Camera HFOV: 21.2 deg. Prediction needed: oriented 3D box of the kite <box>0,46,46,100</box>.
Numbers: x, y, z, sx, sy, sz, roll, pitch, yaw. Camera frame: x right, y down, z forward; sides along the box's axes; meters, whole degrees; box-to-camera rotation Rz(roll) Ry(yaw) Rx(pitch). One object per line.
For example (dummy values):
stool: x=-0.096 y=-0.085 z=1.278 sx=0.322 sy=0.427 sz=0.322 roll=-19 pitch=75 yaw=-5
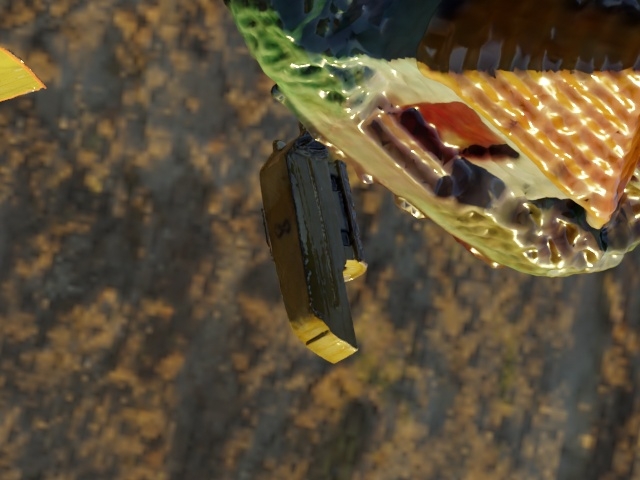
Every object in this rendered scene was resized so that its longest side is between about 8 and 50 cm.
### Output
kite: x=-0.382 y=-0.127 z=1.446 sx=0.378 sy=0.327 sz=0.013 roll=-8 pitch=76 yaw=-37

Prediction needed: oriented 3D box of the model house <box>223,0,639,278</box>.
model house: x=0.192 y=-0.143 z=1.030 sx=0.360 sy=0.339 sz=0.297 roll=40 pitch=76 yaw=-23

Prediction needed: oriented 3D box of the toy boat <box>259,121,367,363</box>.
toy boat: x=0.000 y=0.000 z=1.557 sx=0.088 sy=0.068 sz=0.226 roll=6 pitch=63 yaw=-41
